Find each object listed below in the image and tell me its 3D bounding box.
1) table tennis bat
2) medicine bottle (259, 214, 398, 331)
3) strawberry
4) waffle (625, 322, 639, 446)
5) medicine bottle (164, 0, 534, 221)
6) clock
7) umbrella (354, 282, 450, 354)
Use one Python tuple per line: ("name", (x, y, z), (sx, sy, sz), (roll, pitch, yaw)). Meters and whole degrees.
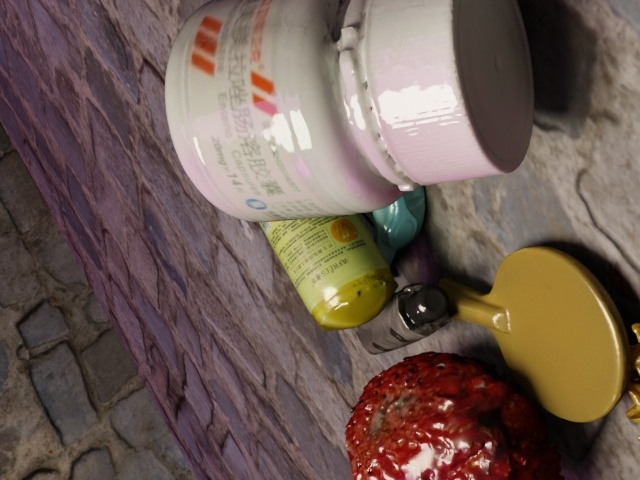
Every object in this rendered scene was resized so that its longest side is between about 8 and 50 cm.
("table tennis bat", (0.231, 0.095, 1.000), (0.321, 0.050, 0.198), (17, 120, 62))
("medicine bottle", (0.000, 0.000, 1.088), (0.238, 0.124, 0.124), (59, 151, 15))
("strawberry", (0.165, 0.240, 1.036), (0.274, 0.274, 0.220), (45, 142, 34))
("waffle", (0.389, 0.171, 0.818), (0.232, 0.051, 0.228), (19, 128, 55))
("medicine bottle", (0.032, -0.153, 0.888), (0.325, 0.256, 0.256), (-3, 110, 33))
("clock", (0.052, -0.064, 1.178), (0.223, 0.094, 0.274), (57, 149, 16))
("umbrella", (0.108, 0.107, 1.162), (0.073, 0.067, 0.337), (52, 166, 4))
